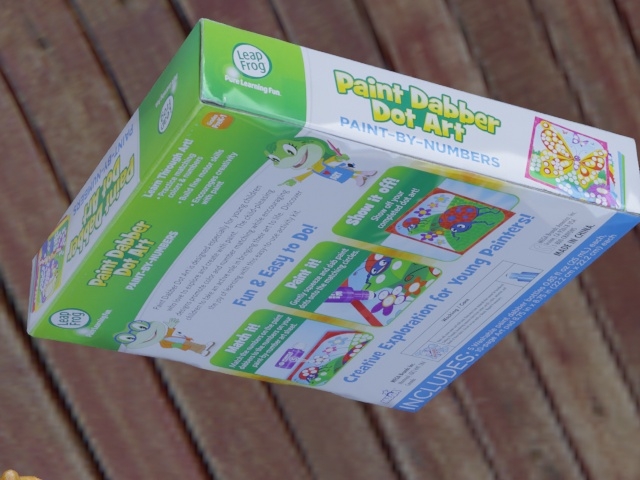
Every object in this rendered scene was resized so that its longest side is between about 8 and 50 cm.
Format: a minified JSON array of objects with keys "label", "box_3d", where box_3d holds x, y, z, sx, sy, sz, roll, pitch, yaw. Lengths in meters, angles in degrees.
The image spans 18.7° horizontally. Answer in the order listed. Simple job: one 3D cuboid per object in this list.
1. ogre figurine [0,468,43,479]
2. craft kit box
[{"label":"ogre figurine","box_3d":[-0.086,0.133,0.590,0.197,0.118,0.097,11,58,-1]},{"label":"craft kit box","box_3d":[0.000,0.000,1.034,0.246,0.250,0.061,11,57,-24]}]
